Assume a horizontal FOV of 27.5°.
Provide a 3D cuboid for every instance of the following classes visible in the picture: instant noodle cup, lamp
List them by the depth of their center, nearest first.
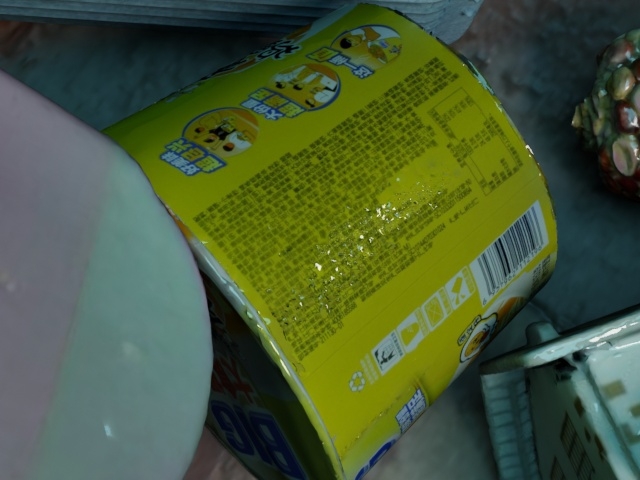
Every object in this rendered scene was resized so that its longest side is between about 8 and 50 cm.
[{"bbox_3d":[-0.170,0.072,0.509,0.247,0.301,0.247,31,53,-37],"label":"lamp"},{"bbox_3d":[0.000,0.000,0.573,0.153,0.205,0.205,-37,84,-17],"label":"instant noodle cup"}]

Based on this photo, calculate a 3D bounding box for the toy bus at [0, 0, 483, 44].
[{"bbox_3d":[-0.073,-0.201,0.625,0.312,0.152,0.190,3,78,-5],"label":"toy bus"}]

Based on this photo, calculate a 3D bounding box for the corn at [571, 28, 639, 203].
[{"bbox_3d":[0.260,-0.057,0.609,0.280,0.092,0.092,3,77,21],"label":"corn"}]

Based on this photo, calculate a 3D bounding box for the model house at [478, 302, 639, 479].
[{"bbox_3d":[0.212,0.106,0.557,0.224,0.198,0.215,-20,62,-7],"label":"model house"}]
